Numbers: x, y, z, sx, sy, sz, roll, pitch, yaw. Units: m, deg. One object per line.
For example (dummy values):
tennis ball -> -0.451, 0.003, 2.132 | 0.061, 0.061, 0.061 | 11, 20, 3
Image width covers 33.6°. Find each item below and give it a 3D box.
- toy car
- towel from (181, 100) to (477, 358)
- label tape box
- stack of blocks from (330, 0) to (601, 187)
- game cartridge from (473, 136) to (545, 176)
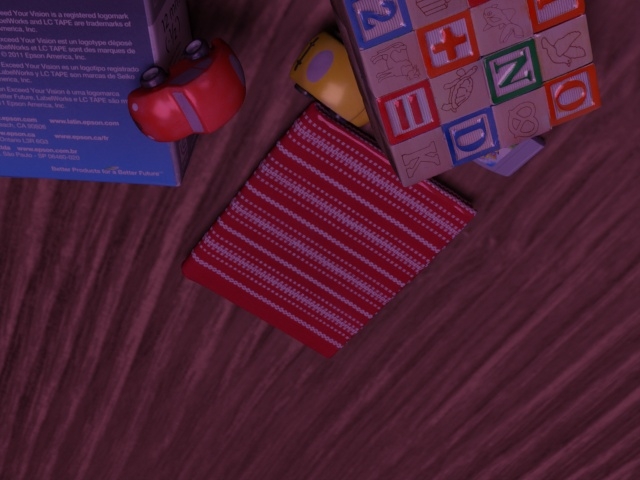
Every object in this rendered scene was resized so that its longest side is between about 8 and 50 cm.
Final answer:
toy car -> -0.028, -0.181, 0.840 | 0.239, 0.053, 0.224 | -7, 122, -28
towel -> 0.000, 0.000, 1.072 | 0.199, 0.031, 0.275 | 31, 130, -14
label tape box -> -0.245, -0.214, 0.870 | 0.249, 0.115, 0.347 | 4, 131, 8
stack of blocks -> 0.090, -0.205, 0.778 | 0.171, 0.087, 0.297 | -23, 127, 0
game cartridge -> 0.155, -0.093, 0.961 | 0.083, 0.017, 0.056 | 31, 135, -17
